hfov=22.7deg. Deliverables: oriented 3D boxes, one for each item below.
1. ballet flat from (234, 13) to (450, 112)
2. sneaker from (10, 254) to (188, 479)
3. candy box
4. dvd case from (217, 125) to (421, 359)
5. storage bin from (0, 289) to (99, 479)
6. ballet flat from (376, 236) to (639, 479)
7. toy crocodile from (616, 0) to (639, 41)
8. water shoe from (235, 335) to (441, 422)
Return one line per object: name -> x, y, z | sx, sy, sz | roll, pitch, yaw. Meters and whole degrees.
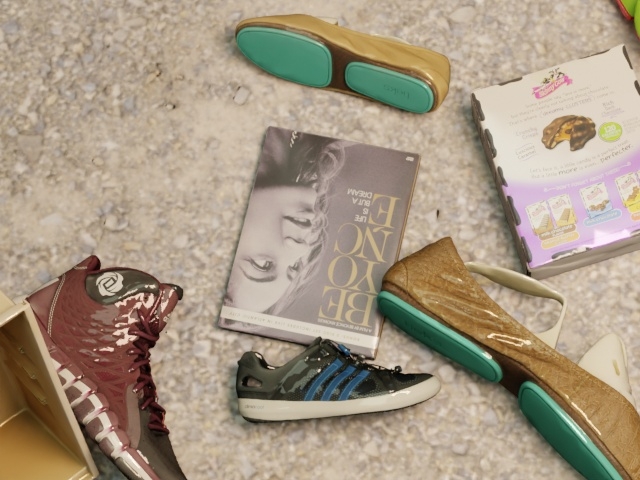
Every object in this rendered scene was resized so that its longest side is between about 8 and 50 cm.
ballet flat -> 0.026, -0.193, 1.670 | 0.232, 0.080, 0.073 | 20, 50, 9
sneaker -> -0.179, 0.124, 1.580 | 0.162, 0.106, 0.281 | -39, 74, -9
candy box -> 0.257, -0.077, 1.602 | 0.165, 0.070, 0.196 | -17, 74, 2
dvd case -> 0.000, 0.000, 1.637 | 0.165, 0.018, 0.221 | 11, 76, 9
storage bin -> -0.370, 0.183, 1.459 | 0.260, 0.262, 0.123 | -36, 52, -21
ballet flat -> 0.213, 0.112, 1.543 | 0.342, 0.116, 0.124 | 38, 74, 20
toy crocodile -> 0.338, -0.276, 1.637 | 0.115, 0.105, 0.340 | -8, 66, -37
water shoe -> 0.015, 0.132, 1.564 | 0.203, 0.073, 0.080 | -6, 86, 5
